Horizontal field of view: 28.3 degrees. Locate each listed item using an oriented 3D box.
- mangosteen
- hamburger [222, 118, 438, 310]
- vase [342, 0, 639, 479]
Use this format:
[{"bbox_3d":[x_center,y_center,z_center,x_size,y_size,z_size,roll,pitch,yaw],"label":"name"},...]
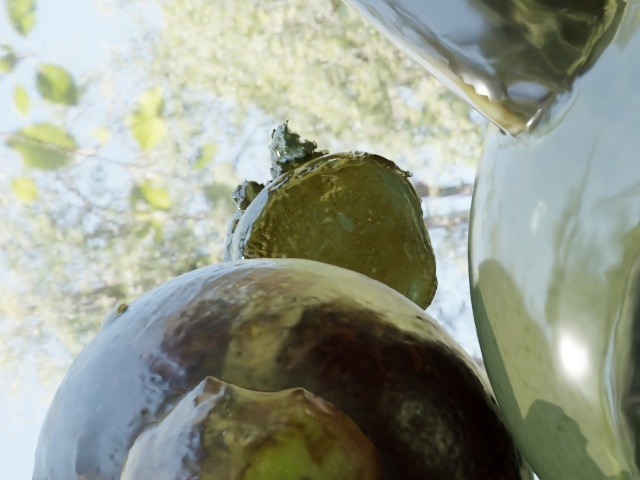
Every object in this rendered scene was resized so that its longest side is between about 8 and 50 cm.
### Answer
[{"bbox_3d":[-0.027,0.108,0.435,0.217,0.192,0.192,-26,-76,-60],"label":"mangosteen"},{"bbox_3d":[0.000,0.000,0.937,0.131,0.159,0.184,-137,29,-81],"label":"hamburger"},{"bbox_3d":[0.140,-0.038,0.436,0.329,0.240,0.302,32,-158,0],"label":"vase"}]
